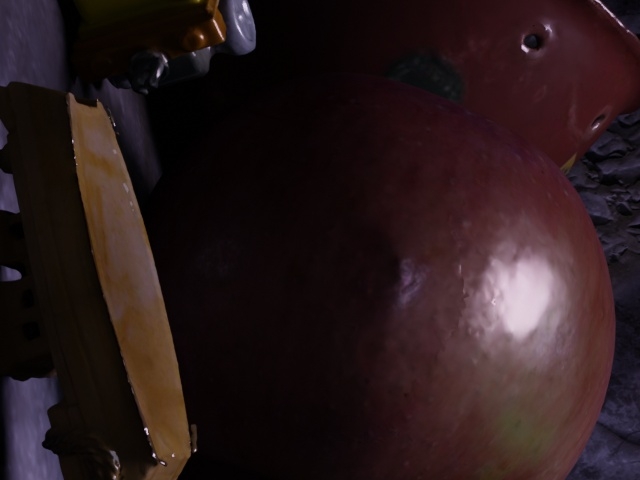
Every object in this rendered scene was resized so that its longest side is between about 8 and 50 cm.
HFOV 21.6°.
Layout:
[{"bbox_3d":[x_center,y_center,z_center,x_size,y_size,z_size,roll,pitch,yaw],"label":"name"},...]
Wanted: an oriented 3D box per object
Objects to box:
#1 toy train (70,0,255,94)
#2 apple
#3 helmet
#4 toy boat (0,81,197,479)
[{"bbox_3d":[-0.094,-0.168,0.948,0.219,0.089,0.127,-85,156,-49],"label":"toy train"},{"bbox_3d":[0.025,0.054,0.942,0.306,0.305,0.235,71,32,-57],"label":"apple"},{"bbox_3d":[0.028,-0.106,1.167,0.230,0.337,0.385,-55,-175,-6],"label":"helmet"},{"bbox_3d":[-0.110,0.026,0.734,0.064,0.072,0.206,14,58,-65],"label":"toy boat"}]
